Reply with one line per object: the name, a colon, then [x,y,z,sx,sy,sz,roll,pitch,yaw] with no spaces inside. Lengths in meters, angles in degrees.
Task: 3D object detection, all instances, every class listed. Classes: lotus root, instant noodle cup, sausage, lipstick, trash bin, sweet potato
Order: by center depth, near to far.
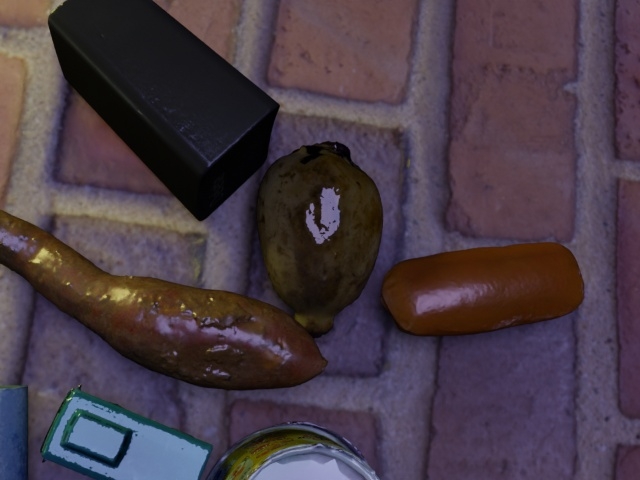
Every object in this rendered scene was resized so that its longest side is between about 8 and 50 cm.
lipstick: [-0.314,0.279,0.774,0.061,0.068,0.274,-1,83,2]
instant noodle cup: [-0.017,0.281,0.787,0.205,0.153,0.205,2,78,-11]
sweet potato: [-0.179,0.077,0.836,0.385,0.109,0.109,19,74,1]
trash bin: [-0.169,-0.152,0.859,0.225,0.165,0.115,42,73,4]
lotus root: [0.000,0.000,0.878,0.138,0.138,0.214,-2,88,-11]
sausage: [0.182,0.057,0.912,0.238,0.098,0.098,-6,78,-14]

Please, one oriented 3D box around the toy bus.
toy bus: [-0.193,0.207,0.801,0.160,0.092,0.079,24,72,-4]
